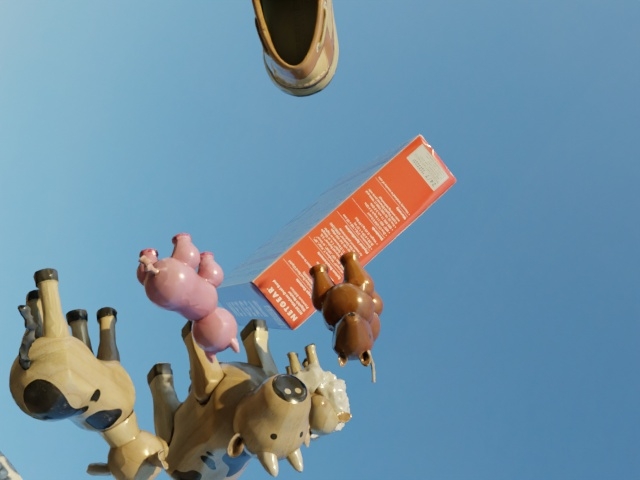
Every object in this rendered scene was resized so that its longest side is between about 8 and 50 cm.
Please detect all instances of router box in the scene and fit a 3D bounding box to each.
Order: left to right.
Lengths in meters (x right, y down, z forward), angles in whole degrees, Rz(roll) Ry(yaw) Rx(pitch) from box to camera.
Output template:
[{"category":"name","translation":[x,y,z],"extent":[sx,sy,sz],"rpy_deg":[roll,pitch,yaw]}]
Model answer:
[{"category":"router box","translation":[0.000,0.000,1.076],"extent":[0.301,0.082,0.335],"rpy_deg":[-41,-173,-16]}]

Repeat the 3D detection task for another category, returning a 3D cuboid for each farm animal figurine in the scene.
[{"category":"farm animal figurine","translation":[-0.095,0.147,0.670],"extent":[0.326,0.330,0.172],"rpy_deg":[111,-31,-53]}]

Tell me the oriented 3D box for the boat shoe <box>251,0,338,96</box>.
[{"category":"boat shoe","translation":[-0.040,-0.347,0.910],"extent":[0.123,0.120,0.324],"rpy_deg":[-12,-90,5]}]

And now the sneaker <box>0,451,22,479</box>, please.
[{"category":"sneaker","translation":[-0.422,0.206,0.670],"extent":[0.127,0.321,0.126],"rpy_deg":[-55,-179,20]}]
